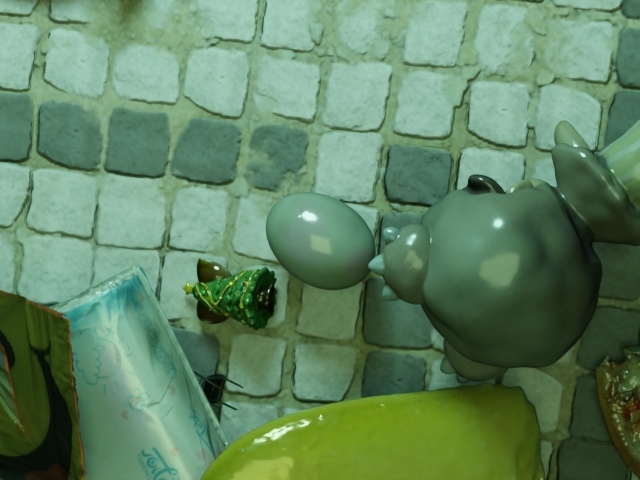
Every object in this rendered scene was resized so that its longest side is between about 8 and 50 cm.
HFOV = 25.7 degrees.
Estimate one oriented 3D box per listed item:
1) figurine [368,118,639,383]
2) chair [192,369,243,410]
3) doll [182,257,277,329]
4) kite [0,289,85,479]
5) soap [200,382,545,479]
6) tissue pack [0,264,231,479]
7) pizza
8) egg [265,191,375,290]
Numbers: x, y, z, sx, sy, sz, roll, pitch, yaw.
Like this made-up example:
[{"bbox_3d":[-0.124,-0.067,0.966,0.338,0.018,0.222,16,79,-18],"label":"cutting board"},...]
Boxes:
[{"bbox_3d":[0.259,0.002,1.543,0.380,0.203,0.248,-34,126,6],"label":"figurine"},{"bbox_3d":[-0.134,0.176,1.678,0.086,0.042,0.037,20,97,37],"label":"chair"},{"bbox_3d":[-0.110,0.067,1.641,0.113,0.077,0.078,2,105,4],"label":"doll"},{"bbox_3d":[-0.385,0.160,1.604,0.377,0.013,0.327,-38,85,41],"label":"kite"},{"bbox_3d":[0.053,0.323,1.602,0.427,0.115,0.306,-10,110,-16],"label":"soap"},{"bbox_3d":[-0.244,0.192,1.626,0.201,0.124,0.271,-25,95,24],"label":"tissue pack"},{"bbox_3d":[0.428,0.191,1.639,0.195,0.052,0.185,-27,97,5],"label":"pizza"},{"bbox_3d":[0.000,0.000,1.613,0.135,0.103,0.103,33,97,0],"label":"egg"}]
